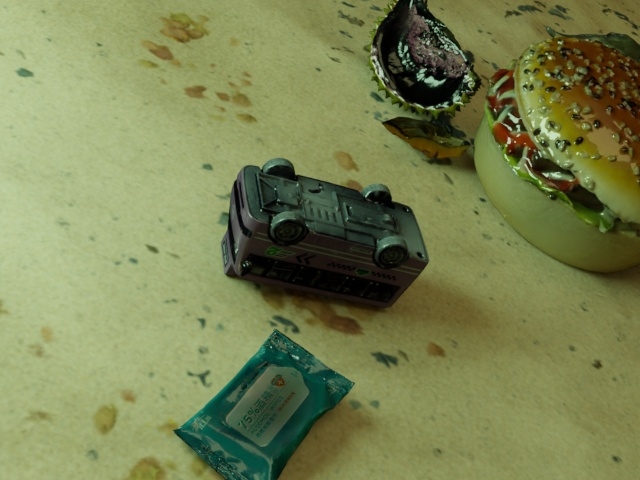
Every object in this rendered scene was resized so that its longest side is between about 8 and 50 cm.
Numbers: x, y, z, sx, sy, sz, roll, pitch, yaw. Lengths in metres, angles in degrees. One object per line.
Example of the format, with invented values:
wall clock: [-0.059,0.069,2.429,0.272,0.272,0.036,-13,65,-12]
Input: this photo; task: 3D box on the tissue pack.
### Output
tissue pack: [-0.041,0.133,0.723,0.085,0.028,0.138,35,42,12]

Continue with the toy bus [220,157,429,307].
toy bus: [0.000,0.000,0.845,0.178,0.098,0.087,14,41,-24]

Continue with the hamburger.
hamburger: [0.322,-0.105,1.087,0.300,0.176,0.300,16,47,-18]

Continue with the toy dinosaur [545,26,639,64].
toy dinosaur: [0.492,-0.263,1.479,0.294,0.077,0.162,27,31,-27]

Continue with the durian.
durian: [0.127,-0.215,1.192,0.187,0.119,0.108,61,9,19]

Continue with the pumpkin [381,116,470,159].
pumpkin: [0.123,-0.119,1.110,0.101,0.035,0.073,5,28,-27]
